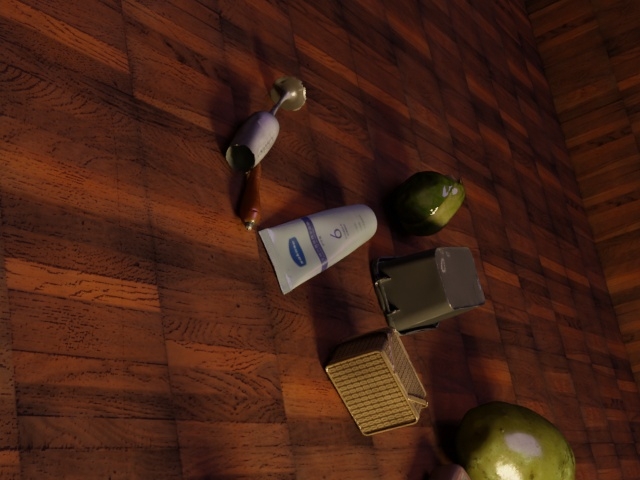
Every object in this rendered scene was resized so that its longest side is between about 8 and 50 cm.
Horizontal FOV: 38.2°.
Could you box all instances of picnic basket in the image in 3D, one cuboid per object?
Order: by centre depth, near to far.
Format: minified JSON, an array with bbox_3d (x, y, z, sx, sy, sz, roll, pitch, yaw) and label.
[{"bbox_3d":[0.094,0.234,1.532,0.164,0.115,0.079,61,26,-15],"label":"picnic basket"}]

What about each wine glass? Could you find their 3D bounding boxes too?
[{"bbox_3d":[-0.092,-0.193,1.546,0.074,0.074,0.262,57,32,-21],"label":"wine glass"}]

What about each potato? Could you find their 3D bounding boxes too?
[{"bbox_3d":[0.383,0.430,1.820,0.304,0.216,0.215,45,36,-42],"label":"potato"}]

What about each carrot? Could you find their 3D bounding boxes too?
[{"bbox_3d":[-0.109,-0.071,1.467,0.035,0.035,0.142,45,34,-38],"label":"carrot"}]

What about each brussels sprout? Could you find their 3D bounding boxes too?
[{"bbox_3d":[0.220,-0.083,1.951,0.131,0.145,0.183,36,-8,-9],"label":"brussels sprout"}]

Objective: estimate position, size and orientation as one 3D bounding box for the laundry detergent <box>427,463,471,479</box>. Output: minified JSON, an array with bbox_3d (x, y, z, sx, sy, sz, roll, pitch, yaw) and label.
[{"bbox_3d":[0.228,0.525,1.613,0.171,0.076,0.237,60,29,-17],"label":"laundry detergent"}]

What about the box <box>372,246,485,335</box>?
[{"bbox_3d":[0.222,0.091,1.835,0.243,0.135,0.163,2,70,-61],"label":"box"}]

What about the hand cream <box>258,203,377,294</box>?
[{"bbox_3d":[0.000,0.000,1.612,0.321,0.067,0.109,-24,94,-55],"label":"hand cream"}]
